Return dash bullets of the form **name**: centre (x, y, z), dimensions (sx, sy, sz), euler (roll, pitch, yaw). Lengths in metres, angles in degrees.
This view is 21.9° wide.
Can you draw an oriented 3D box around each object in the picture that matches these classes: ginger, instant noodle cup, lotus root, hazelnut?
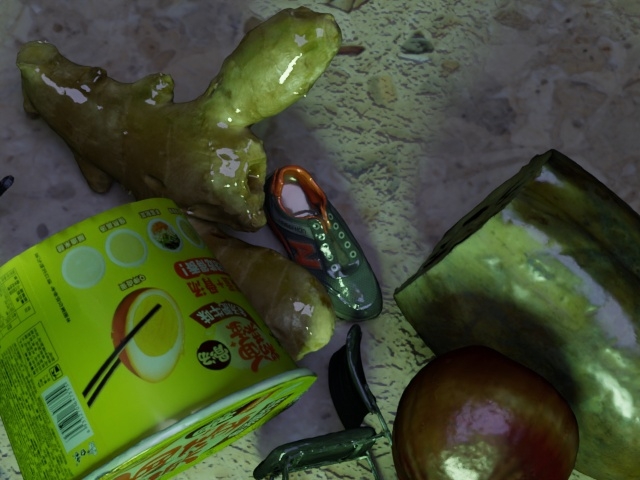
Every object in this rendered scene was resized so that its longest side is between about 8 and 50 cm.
- **ginger**: centre (-0.140, -0.059, 1.713), dimensions (0.348, 0.122, 0.363), euler (4, 108, 24)
- **instant noodle cup**: centre (-0.185, 0.110, 1.577), dimensions (0.311, 0.311, 0.221), euler (-26, 80, -15)
- **lotus root**: centre (0.269, 0.092, 1.688), dimensions (0.346, 0.250, 0.250), euler (45, 73, 4)
- **hazelnut**: centre (0.155, 0.202, 1.569), dimensions (0.178, 0.204, 0.178), euler (1, 53, -1)

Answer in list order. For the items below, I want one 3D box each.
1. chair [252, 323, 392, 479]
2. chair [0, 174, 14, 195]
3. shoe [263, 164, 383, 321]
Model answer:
- **chair**: centre (0.003, 0.211, 1.662), dimensions (0.145, 0.140, 0.221), euler (-11, 75, -13)
- **chair**: centre (-0.442, -0.008, 1.681), dimensions (0.174, 0.149, 0.213), euler (41, 115, 1)
- **shoe**: centre (0.001, 0.001, 1.750), dimensions (0.074, 0.077, 0.194), euler (-33, 81, -17)
